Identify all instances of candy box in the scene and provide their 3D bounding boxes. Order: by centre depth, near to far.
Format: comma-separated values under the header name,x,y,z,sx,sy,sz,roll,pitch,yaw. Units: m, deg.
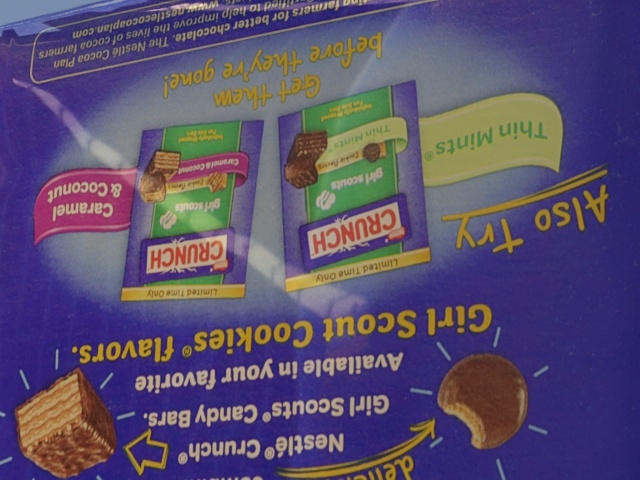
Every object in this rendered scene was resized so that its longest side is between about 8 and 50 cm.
name,x,y,z,sx,sy,sz,roll,pitch,yaw
candy box,0.009,0.071,0.543,0.268,0.122,0.317,-7,-109,29
